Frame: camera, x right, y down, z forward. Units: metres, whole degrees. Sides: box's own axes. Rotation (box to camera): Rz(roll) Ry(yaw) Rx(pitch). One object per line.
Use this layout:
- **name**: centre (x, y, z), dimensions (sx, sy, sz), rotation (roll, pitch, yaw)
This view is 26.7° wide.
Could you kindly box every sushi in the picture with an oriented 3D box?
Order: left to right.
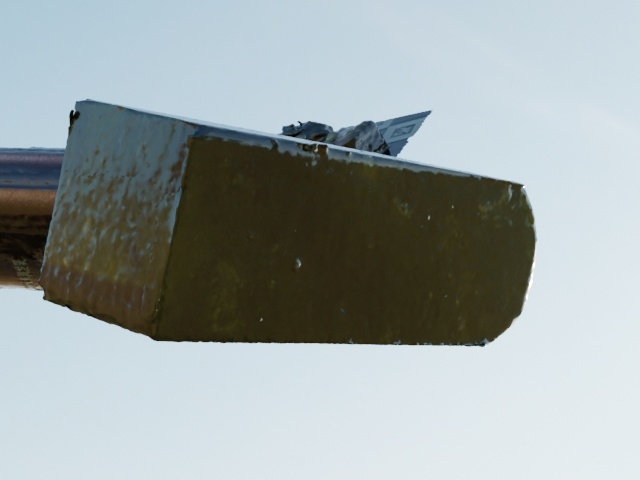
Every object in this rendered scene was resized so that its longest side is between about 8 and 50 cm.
- **sushi**: centre (-0.025, -0.086, 1.268), dimensions (0.215, 0.192, 0.050), rotation (-10, -65, 31)

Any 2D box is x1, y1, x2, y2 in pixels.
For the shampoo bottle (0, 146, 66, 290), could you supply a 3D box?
- **shampoo bottle**: centre (-0.115, -0.010, 0.805), dimensions (0.323, 0.084, 0.129), rotation (2, -17, 2)

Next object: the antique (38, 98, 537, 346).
- **antique**: centre (0.000, 0.000, 0.568), dimensions (0.221, 0.081, 0.080), rotation (7, 7, -45)
